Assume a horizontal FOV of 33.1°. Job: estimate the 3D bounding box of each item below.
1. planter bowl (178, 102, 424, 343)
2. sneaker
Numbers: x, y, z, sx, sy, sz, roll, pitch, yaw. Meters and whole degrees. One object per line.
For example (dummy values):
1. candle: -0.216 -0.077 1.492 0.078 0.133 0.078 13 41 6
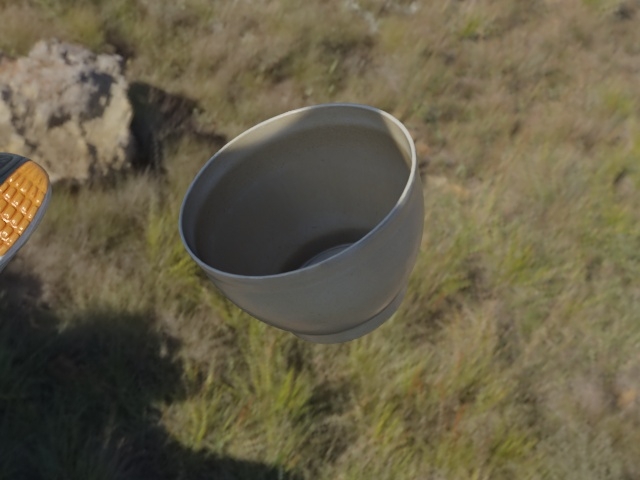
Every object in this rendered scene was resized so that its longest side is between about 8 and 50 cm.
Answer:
1. planter bowl: 0.000 0.000 0.726 0.162 0.109 0.162 -13 43 13
2. sneaker: -0.331 0.034 0.939 0.099 0.262 0.121 42 -6 9
